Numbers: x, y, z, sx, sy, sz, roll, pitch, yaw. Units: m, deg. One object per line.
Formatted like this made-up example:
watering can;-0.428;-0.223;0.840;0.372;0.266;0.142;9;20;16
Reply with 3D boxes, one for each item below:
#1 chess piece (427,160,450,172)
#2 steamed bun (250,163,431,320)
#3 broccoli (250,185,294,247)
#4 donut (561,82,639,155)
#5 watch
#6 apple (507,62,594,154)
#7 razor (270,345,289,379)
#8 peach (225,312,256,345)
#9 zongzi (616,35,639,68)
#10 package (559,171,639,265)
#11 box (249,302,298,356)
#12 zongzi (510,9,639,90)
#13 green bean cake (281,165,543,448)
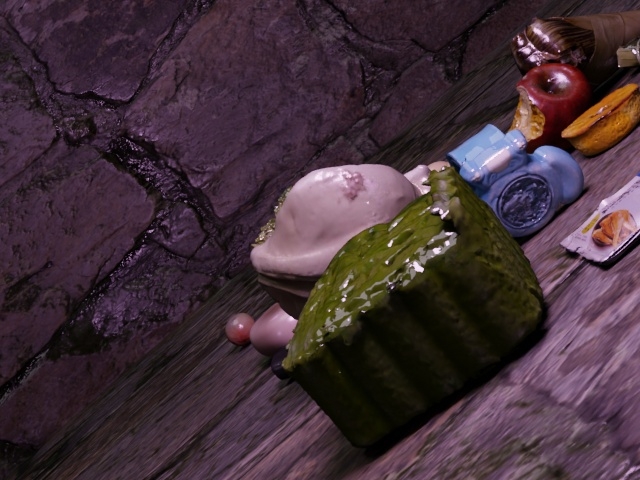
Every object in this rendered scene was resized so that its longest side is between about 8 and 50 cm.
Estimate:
chess piece;0.229;-0.082;2.057;0.300;0.167;0.167;-28;13;29
steamed bun;0.073;0.038;1.689;0.310;0.219;0.324;0;-33;-35
broccoli;-0.014;0.021;2.502;0.353;0.275;0.397;123;165;-44
donut;0.485;-0.202;1.771;0.152;0.058;0.152;-38;8;6
watch;0.286;-0.100;1.673;0.211;0.211;0.193;-40;26;3
apple;0.421;-0.233;1.909;0.158;0.147;0.156;89;-178;-54
razor;-0.025;0.202;1.937;0.148;0.054;0.090;-38;8;24
peach;-0.192;0.219;2.549;0.083;0.083;0.083;-39;8;7
zongzi;0.647;-0.371;2.013;0.109;0.055;0.119;-32;20;-37
package;0.402;-0.037;1.366;0.173;0.027;0.171;-44;8;0
box;-0.068;0.174;2.170;0.146;0.088;0.200;-43;7;-29
zongzi;0.530;-0.404;2.034;0.317;0.154;0.289;-38;-15;11
green bean cake;0.113;0.082;1.396;0.319;0.218;0.335;-39;6;13
